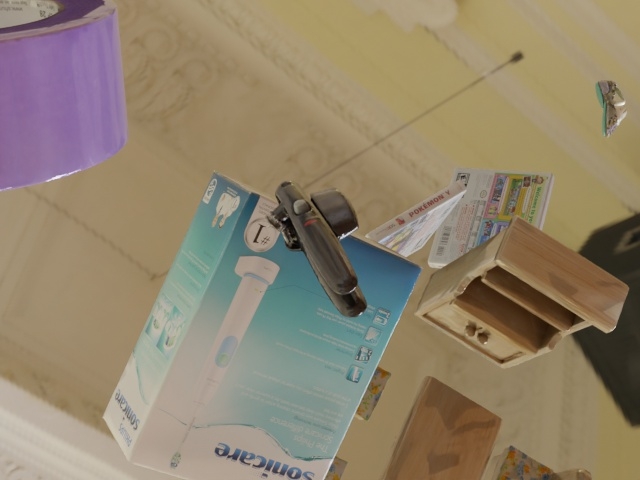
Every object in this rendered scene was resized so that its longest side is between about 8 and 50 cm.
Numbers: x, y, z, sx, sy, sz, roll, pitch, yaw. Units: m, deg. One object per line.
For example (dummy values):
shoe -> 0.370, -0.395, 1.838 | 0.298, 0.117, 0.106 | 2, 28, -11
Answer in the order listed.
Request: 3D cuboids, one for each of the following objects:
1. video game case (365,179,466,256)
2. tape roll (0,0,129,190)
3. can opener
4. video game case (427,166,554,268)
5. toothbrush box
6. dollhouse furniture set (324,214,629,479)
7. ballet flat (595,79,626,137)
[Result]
video game case -> 0.113, 0.001, 1.709 | 0.183, 0.201, 0.023 | -30, -104, -27
tape roll -> -0.207, -0.090, 0.654 | 0.189, 0.189, 0.080 | -27, -56, -49
can opener -> 0.000, 0.000, 0.956 | 0.059, 0.073, 0.186 | 58, -176, -29
video game case -> 0.315, -0.037, 2.112 | 0.023, 0.193, 0.212 | 55, -133, -52
toothbrush box -> -0.063, 0.109, 1.202 | 0.216, 0.126, 0.296 | 22, -87, -26
dollhouse furniture set -> 0.184, 0.207, 1.408 | 0.362, 0.256, 0.394 | 31, -116, -9
ballet flat -> 0.424, -0.194, 1.663 | 0.041, 0.041, 0.114 | 34, -141, -27
